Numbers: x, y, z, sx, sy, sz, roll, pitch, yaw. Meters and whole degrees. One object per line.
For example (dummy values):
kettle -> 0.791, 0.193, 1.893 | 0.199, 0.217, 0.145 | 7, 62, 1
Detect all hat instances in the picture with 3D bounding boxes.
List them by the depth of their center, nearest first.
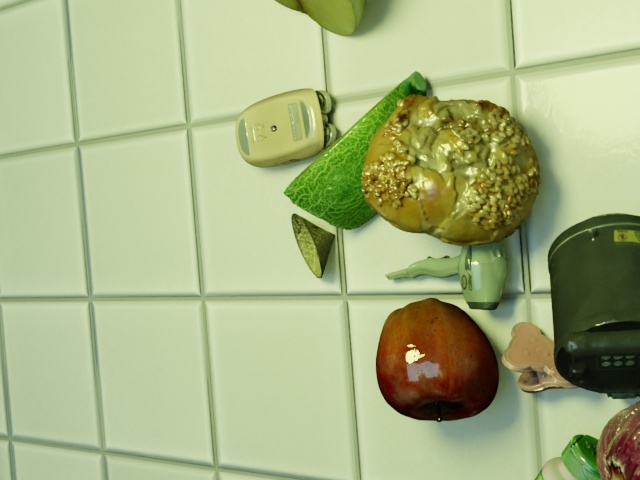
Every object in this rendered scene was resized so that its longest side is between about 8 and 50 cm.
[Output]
hat -> 0.000, 0.000, 1.848 | 0.146, 0.067, 0.146 | 158, 90, -77

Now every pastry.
pastry -> 0.222, -0.127, 1.544 | 0.311, 0.162, 0.255 | 10, 77, 12

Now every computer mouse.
computer mouse -> -0.072, -0.230, 1.863 | 0.237, 0.082, 0.145 | -13, 85, 34

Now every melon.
melon -> 0.093, -0.173, 1.711 | 0.323, 0.196, 0.124 | -48, 38, 24

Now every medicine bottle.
medicine bottle -> 0.409, 0.465, 1.541 | 0.133, 0.133, 0.274 | 37, 114, 28

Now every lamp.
lamp -> 0.454, 0.087, 1.379 | 0.205, 0.374, 0.272 | -6, 68, 15

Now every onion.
onion -> 0.574, 0.284, 1.346 | 0.349, 0.267, 0.159 | -21, 82, -7

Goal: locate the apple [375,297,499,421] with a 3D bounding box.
apple -> 0.202, 0.216, 1.615 | 0.234, 0.234, 0.233 | 4, 96, 36

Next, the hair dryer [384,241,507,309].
hair dryer -> 0.240, -0.007, 1.670 | 0.267, 0.092, 0.229 | 19, 97, 44

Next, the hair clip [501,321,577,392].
hair clip -> 0.391, 0.204, 1.550 | 0.138, 0.123, 0.102 | -9, 117, 41

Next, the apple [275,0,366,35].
apple -> -0.069, -0.542, 1.685 | 0.312, 0.360, 0.320 | -15, 68, 17
